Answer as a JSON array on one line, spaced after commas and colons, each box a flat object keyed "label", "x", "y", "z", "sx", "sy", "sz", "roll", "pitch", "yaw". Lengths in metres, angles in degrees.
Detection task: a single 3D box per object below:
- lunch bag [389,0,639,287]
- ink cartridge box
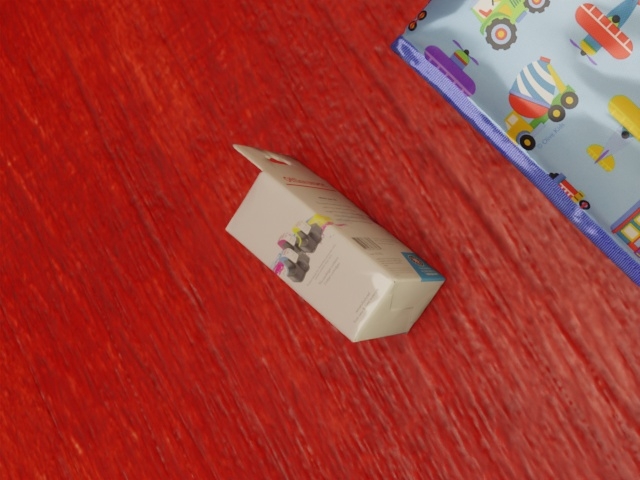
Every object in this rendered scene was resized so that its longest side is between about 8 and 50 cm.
[{"label": "lunch bag", "x": 0.235, "y": -0.107, "z": 0.649, "sx": 0.221, "sy": 0.138, "sz": 0.293, "roll": -46, "pitch": 74, "yaw": 19}, {"label": "ink cartridge box", "x": 0.000, "y": 0.000, "z": 0.782, "sx": 0.181, "sy": 0.104, "sz": 0.061, "roll": 41, "pitch": 107, "yaw": 24}]
